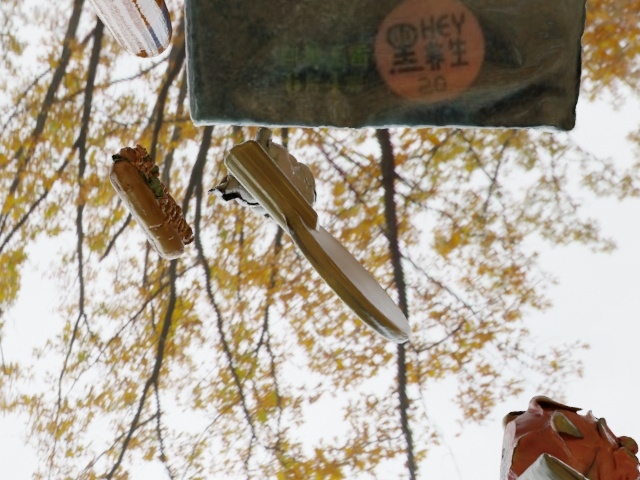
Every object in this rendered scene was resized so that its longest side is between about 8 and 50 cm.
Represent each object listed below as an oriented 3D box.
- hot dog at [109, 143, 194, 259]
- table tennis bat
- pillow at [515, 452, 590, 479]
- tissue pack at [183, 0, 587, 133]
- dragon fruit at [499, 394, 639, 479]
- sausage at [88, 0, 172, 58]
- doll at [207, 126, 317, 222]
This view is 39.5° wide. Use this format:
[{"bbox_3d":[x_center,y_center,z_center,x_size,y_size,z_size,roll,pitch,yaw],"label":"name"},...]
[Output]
[{"bbox_3d":[-0.216,-0.046,1.163,0.055,0.188,0.072,-19,-139,9],"label":"hot dog"},{"bbox_3d":[0.000,0.000,1.088,0.050,0.198,0.321,-44,-97,10],"label":"table tennis bat"},{"bbox_3d":[0.266,0.317,1.034,0.113,0.203,0.038,33,-125,11],"label":"pillow"},{"bbox_3d":[0.037,-0.221,0.495,0.227,0.103,0.316,1,-74,3],"label":"tissue pack"},{"bbox_3d":[0.416,0.377,1.514,0.227,0.224,0.224,8,-116,-4],"label":"dragon fruit"},{"bbox_3d":[-0.146,-0.189,0.618,0.053,0.348,0.053,0,-94,-1],"label":"sausage"},{"bbox_3d":[-0.086,-0.098,1.514,0.192,0.095,0.149,34,-89,-38],"label":"doll"}]
